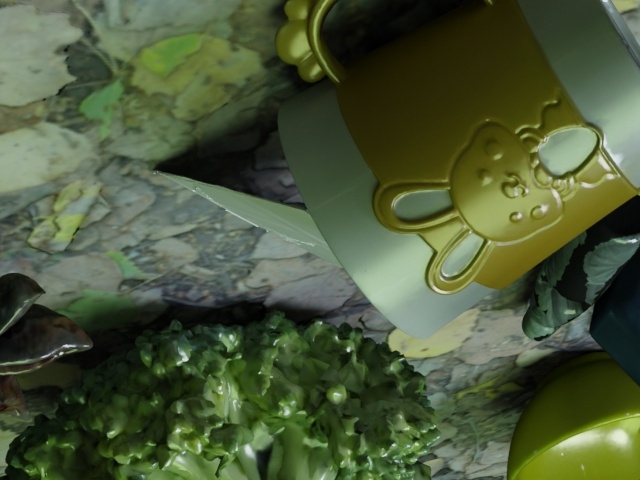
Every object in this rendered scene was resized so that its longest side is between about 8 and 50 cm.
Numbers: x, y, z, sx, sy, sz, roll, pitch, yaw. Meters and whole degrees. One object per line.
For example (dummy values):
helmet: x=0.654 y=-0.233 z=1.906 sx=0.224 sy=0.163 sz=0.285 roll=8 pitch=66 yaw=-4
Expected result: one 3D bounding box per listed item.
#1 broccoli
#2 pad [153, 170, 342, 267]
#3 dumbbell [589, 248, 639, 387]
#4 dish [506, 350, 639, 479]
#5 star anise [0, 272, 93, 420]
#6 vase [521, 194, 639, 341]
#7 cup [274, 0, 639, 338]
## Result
broccoli: x=-0.074 y=0.199 z=1.167 sx=0.338 sy=0.317 sz=0.277 roll=-39 pitch=163 yaw=-51
pad: x=0.000 y=0.000 z=1.004 sx=0.156 sy=0.004 sz=0.232 roll=15 pitch=171 yaw=40
dumbbell: x=0.345 y=0.003 z=1.115 sx=0.144 sy=0.160 sz=0.325 roll=24 pitch=145 yaw=0
dish: x=0.321 y=0.191 z=1.463 sx=0.262 sy=0.108 sz=0.221 roll=5 pitch=146 yaw=-26
star anise: x=-0.295 y=0.083 z=0.962 sx=0.262 sy=0.081 sz=0.230 roll=-10 pitch=153 yaw=-32
vase: x=0.225 y=0.032 z=1.195 sx=0.060 sy=0.060 sz=0.211 roll=-4 pitch=149 yaw=-17
cup: x=0.089 y=-0.083 z=0.856 sx=0.226 sy=0.185 sz=0.241 roll=-30 pitch=116 yaw=17
